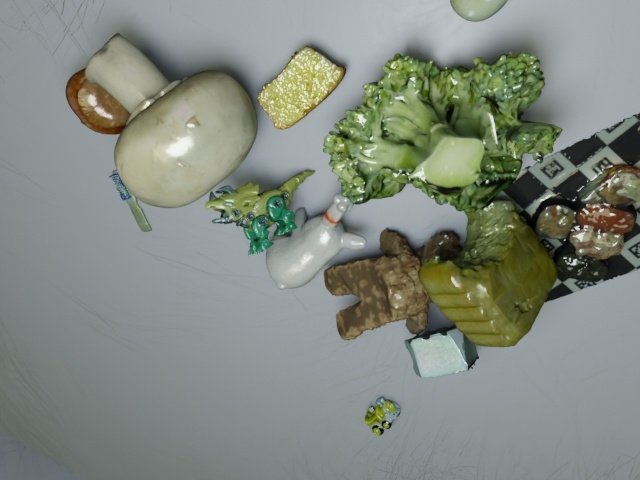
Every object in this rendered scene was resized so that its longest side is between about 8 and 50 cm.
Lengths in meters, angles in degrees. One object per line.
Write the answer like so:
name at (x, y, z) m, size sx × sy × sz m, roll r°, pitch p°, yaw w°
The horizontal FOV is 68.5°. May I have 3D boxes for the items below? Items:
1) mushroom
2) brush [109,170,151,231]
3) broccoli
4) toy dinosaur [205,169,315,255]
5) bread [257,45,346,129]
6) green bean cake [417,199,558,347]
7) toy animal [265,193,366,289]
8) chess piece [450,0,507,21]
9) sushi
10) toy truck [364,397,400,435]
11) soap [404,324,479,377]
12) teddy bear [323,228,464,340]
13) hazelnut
mushroom at (-0.307, -0.239, 0.920) m, size 0.336 × 0.314 × 0.314 m, roll 43°, pitch 123°, yaw -10°
brush at (-0.490, -0.097, 1.217) m, size 0.033 × 0.030 × 0.178 m, roll -12°, pitch 115°, yaw 12°
broccoli at (0.209, -0.181, 0.815) m, size 0.339 × 0.317 × 0.277 m, roll -5°, pitch 112°, yaw -25°
toy dinosaur at (-0.103, -0.070, 0.996) m, size 0.094 × 0.259 × 0.153 m, roll -9°, pitch 105°, yaw 64°
bread at (-0.038, -0.305, 0.930) m, size 0.103 × 0.065 × 0.187 m, roll 45°, pitch 124°, yaw -10°
green bean cake at (0.333, 0.060, 0.916) m, size 0.233 × 0.236 × 0.124 m, roll 48°, pitch 153°, yaw -13°
toy animal at (-0.004, -0.003, 1.064) m, size 0.140 × 0.138 × 0.282 m, roll 40°, pitch 116°, yaw -17°
chess piece at (0.199, -0.452, 0.743) m, size 0.243 × 0.133 × 0.133 m, roll 36°, pitch 124°, yaw -14°
sushi at (0.529, -0.028, 0.914) m, size 0.339 × 0.068 × 0.320 m, roll -28°, pitch 109°, yaw 29°
toy truck at (0.175, 0.495, 1.342) m, size 0.077 × 0.076 × 0.111 m, roll 44°, pitch 124°, yaw 13°
soap at (0.277, 0.246, 1.059) m, size 0.145 × 0.231 × 0.091 m, roll -21°, pitch 78°, yaw 27°
teddy bear at (0.174, 0.096, 1.058) m, size 0.296 × 0.223 × 0.246 m, roll -28°, pitch 75°, yaw 52°
hazelnut at (-0.481, -0.301, 1.029) m, size 0.150 × 0.150 × 0.150 m, roll 8°, pitch 122°, yaw 13°
